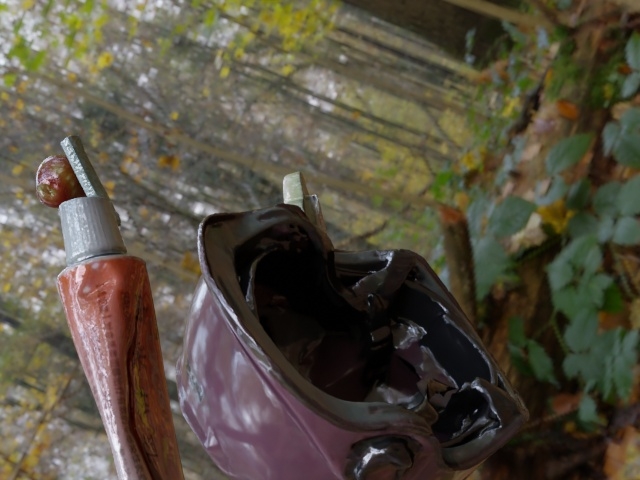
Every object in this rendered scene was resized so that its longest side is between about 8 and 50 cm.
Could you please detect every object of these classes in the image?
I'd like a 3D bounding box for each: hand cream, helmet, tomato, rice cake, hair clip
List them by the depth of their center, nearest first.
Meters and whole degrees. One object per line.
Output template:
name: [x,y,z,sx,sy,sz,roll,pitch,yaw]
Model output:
hand cream: [-0.071,0.081,0.394,0.052,0.038,0.216,19,-131,-63]
helmet: [0.000,0.122,0.844,0.338,0.271,0.197,12,-55,-40]
rice cake: [-0.270,-0.068,1.173,0.021,0.121,0.022,-26,1,28]
hair clip: [-0.001,0.001,1.490,0.071,0.218,0.159,-24,-5,2]
tomato: [-0.388,-0.084,1.498,0.075,0.087,0.087,-47,-19,-41]
